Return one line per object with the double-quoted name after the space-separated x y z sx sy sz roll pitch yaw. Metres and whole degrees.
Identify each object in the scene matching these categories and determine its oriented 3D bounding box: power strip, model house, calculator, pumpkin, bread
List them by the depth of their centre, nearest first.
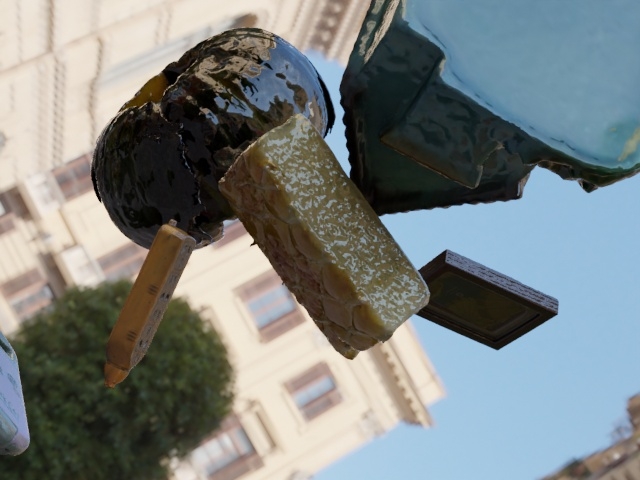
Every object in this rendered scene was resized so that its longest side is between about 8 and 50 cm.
0.001 0.001 0.993 0.188 0.068 0.125 55 -20 2 "bread"
0.131 -0.130 1.015 0.230 0.280 0.249 26 -33 -6 "model house"
-0.172 0.065 1.227 0.028 0.178 0.049 25 -1 13 "power strip"
-0.404 0.156 1.487 0.141 0.045 0.246 62 -2 -33 "calculator"
-0.139 -0.122 1.515 0.192 0.320 0.320 49 -18 -14 "pumpkin"

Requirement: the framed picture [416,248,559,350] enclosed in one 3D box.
0.190 0.077 1.548 0.168 0.023 0.128 24 -36 -19 "framed picture"
